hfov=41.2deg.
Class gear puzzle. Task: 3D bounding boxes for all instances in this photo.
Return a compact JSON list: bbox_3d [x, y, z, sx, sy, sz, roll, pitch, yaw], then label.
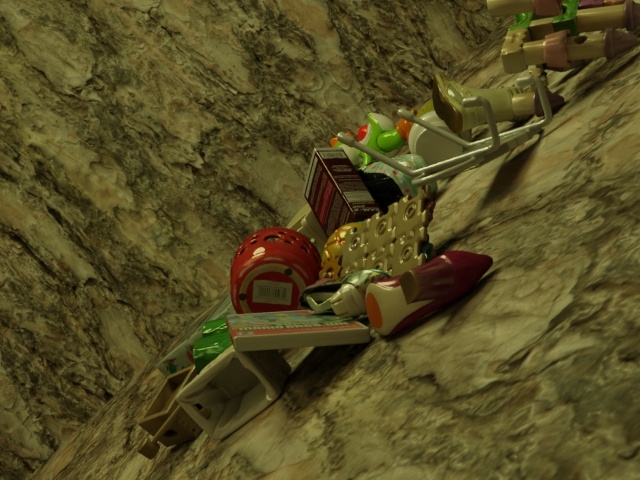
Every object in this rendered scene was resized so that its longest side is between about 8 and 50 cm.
[{"bbox_3d":[0.091,0.040,1.485,0.339,0.044,0.175,-31,44,50],"label":"gear puzzle"}]

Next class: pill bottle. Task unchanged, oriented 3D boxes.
[{"bbox_3d":[0.268,-0.231,1.894,0.136,0.136,0.245,-41,7,20],"label":"pill bottle"}]

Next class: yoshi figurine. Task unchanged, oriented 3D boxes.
[{"bbox_3d":[0.170,-0.248,2.649,0.362,0.203,0.203,-25,55,24],"label":"yoshi figurine"}]

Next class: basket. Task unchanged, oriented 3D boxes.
[{"bbox_3d":[-0.147,0.247,1.475,0.167,0.113,0.103,-39,6,24],"label":"basket"}]

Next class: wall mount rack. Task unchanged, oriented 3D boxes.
[{"bbox_3d":[0.219,-0.188,1.481,0.304,0.130,0.350,-13,9,42],"label":"wall mount rack"}]

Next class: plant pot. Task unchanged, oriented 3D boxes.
[{"bbox_3d":[-0.090,0.086,1.692,0.191,0.191,0.174,-42,13,13],"label":"plant pot"}]

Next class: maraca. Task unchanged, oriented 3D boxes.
[{"bbox_3d":[0.047,0.050,1.657,0.127,0.099,0.185,-169,100,-77],"label":"maraca"}]

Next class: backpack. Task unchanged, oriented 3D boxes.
[{"bbox_3d":[0.165,-0.117,1.813,0.115,0.152,0.182,-41,12,-14],"label":"backpack"}]

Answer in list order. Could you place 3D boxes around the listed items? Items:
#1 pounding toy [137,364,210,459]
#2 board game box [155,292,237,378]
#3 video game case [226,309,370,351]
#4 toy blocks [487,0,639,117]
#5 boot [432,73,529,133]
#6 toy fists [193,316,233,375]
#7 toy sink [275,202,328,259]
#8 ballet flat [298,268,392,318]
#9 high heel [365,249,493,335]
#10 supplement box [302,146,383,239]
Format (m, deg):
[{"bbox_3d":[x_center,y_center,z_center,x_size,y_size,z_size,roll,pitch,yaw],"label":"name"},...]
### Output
[{"bbox_3d":[-0.276,0.356,1.679,0.181,0.094,0.206,-29,25,47],"label":"pounding toy"},{"bbox_3d":[-0.284,0.247,2.328,0.303,0.097,0.224,-38,8,28],"label":"board game box"},{"bbox_3d":[-0.047,0.142,1.386,0.204,0.025,0.285,-3,2,-9],"label":"video game case"},{"bbox_3d":[0.484,-0.395,1.555,0.260,0.309,0.288,-2,42,27],"label":"toy blocks"},{"bbox_3d":[0.327,-0.293,1.764,0.165,0.077,0.213,-9,33,-6],"label":"boot"},{"bbox_3d":[-0.168,0.216,1.723,0.142,0.096,0.279,-12,7,1],"label":"toy fists"},{"bbox_3d":[0.000,0.000,1.973,0.131,0.153,0.234,-40,9,27],"label":"toy sink"},{"bbox_3d":[0.035,0.095,1.402,0.079,0.076,0.221,-28,9,-31],"label":"ballet flat"},{"bbox_3d":[0.141,0.070,1.176,0.117,0.082,0.244,-13,-19,-18],"label":"high heel"},{"bbox_3d":[0.044,-0.081,1.814,0.239,0.073,0.130,-117,33,-43],"label":"supplement box"}]
